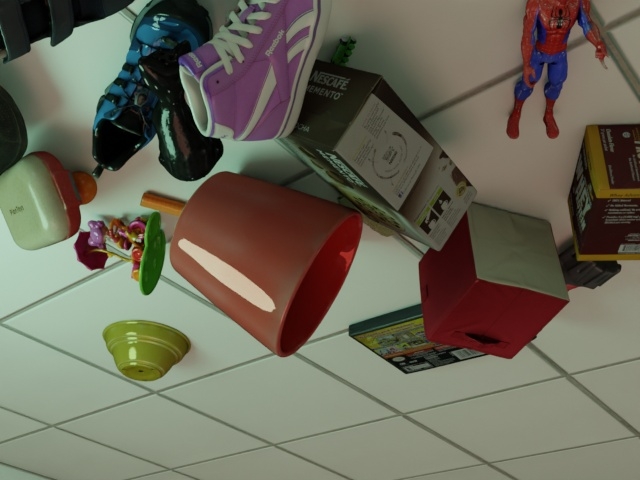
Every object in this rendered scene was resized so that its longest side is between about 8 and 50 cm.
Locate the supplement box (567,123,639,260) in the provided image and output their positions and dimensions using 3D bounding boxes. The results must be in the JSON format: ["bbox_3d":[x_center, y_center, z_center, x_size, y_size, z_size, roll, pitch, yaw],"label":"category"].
[{"bbox_3d":[0.510,-0.074,1.208,0.191,0.129,0.194,-1,146,7],"label":"supplement box"}]

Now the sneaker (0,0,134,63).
[{"bbox_3d":[-0.372,-0.281,0.926,0.321,0.128,0.126,-10,149,-12],"label":"sneaker"}]

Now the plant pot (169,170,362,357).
[{"bbox_3d":[-0.097,0.021,1.269,0.243,0.275,0.275,27,149,16],"label":"plant pot"}]

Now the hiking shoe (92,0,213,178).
[{"bbox_3d":[-0.238,-0.210,1.073,0.113,0.132,0.304,20,141,-22],"label":"hiking shoe"}]

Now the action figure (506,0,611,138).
[{"bbox_3d":[0.309,-0.219,1.015,0.091,0.139,0.280,-1,143,5],"label":"action figure"}]

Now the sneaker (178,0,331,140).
[{"bbox_3d":[-0.084,-0.248,0.913,0.161,0.102,0.282,-7,121,-37],"label":"sneaker"}]

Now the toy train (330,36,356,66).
[{"bbox_3d":[0.028,-0.258,1.082,0.023,0.017,0.083,21,143,-6],"label":"toy train"}]

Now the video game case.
[{"bbox_3d":[0.246,0.223,1.754,0.274,0.035,0.248,-20,139,32],"label":"video game case"}]

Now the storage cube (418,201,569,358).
[{"bbox_3d":[0.303,0.070,1.374,0.183,0.215,0.193,14,138,-14],"label":"storage cube"}]

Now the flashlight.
[{"bbox_3d":[0.463,0.109,1.511,0.103,0.103,0.304,-7,154,-34],"label":"flashlight"}]

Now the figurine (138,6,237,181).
[{"bbox_3d":[-0.138,-0.212,1.027,0.215,0.092,0.209,-37,152,-20],"label":"figurine"}]

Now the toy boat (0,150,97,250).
[{"bbox_3d":[-0.454,-0.075,1.303,0.151,0.151,0.231,-26,-171,-40],"label":"toy boat"}]

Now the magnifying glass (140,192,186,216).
[{"bbox_3d":[-0.218,-0.045,1.412,0.230,0.026,0.092,17,144,-18],"label":"magnifying glass"}]

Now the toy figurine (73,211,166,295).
[{"bbox_3d":[-0.391,0.009,1.448,0.159,0.130,0.173,12,124,5],"label":"toy figurine"}]

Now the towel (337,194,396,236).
[{"bbox_3d":[0.111,-0.057,1.360,0.110,0.027,0.148,-25,137,36],"label":"towel"}]

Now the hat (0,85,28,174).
[{"bbox_3d":[-0.615,-0.191,1.138,0.331,0.134,0.331,-13,144,-9],"label":"hat"}]

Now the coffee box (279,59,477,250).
[{"bbox_3d":[0.078,-0.122,1.109,0.168,0.119,0.297,28,173,44],"label":"coffee box"}]

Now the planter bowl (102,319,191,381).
[{"bbox_3d":[-0.431,0.284,1.857,0.217,0.090,0.217,3,146,2],"label":"planter bowl"}]
